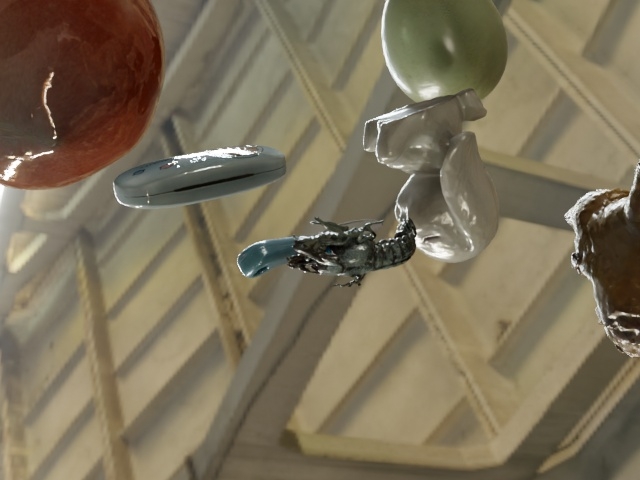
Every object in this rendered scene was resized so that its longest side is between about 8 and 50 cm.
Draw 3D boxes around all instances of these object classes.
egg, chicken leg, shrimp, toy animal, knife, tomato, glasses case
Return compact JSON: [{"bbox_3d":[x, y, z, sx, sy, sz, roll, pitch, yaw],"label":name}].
[{"bbox_3d":[0.213,-0.361,1.824,0.218,0.295,0.218,-14,-127,19],"label":"egg"},{"bbox_3d":[0.454,-0.033,1.472,0.295,0.182,0.409,-131,-146,-59],"label":"chicken leg"},{"bbox_3d":[0.045,0.007,1.155,0.076,0.174,0.082,48,-44,44],"label":"shrimp"},{"bbox_3d":[0.198,-0.094,1.656,0.271,0.206,0.265,-133,-159,-82],"label":"toy animal"},{"bbox_3d":[0.001,-0.001,1.254,0.032,0.244,0.058,57,-43,18],"label":"knife"},{"bbox_3d":[-0.345,-0.210,1.242,0.321,0.321,0.321,-31,-126,56],"label":"tomato"},{"bbox_3d":[-0.119,-0.065,1.041,0.067,0.178,0.045,28,-54,58],"label":"glasses case"}]
